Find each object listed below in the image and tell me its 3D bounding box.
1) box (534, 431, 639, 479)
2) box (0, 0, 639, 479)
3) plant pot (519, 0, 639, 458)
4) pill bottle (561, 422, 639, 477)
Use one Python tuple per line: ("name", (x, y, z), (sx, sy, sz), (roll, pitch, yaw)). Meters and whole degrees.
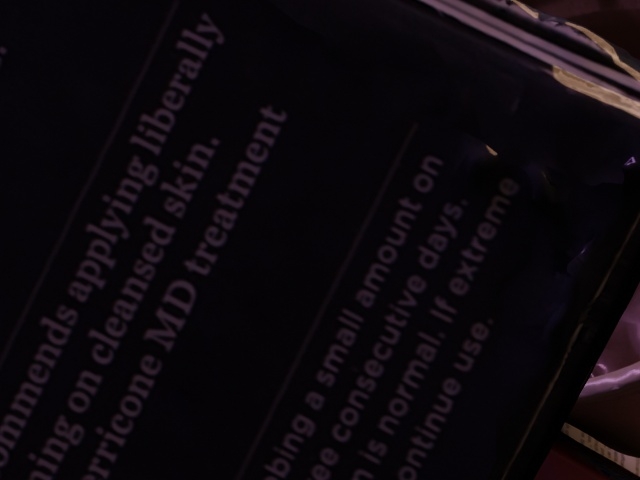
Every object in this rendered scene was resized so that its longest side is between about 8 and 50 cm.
("box", (0.185, 0.230, 1.308), (0.300, 0.142, 0.154), (31, 4, 14))
("box", (-0.127, -0.010, 0.777), (0.472, 0.297, 0.480), (28, 3, 9))
("plant pot", (0.211, 0.004, 1.325), (0.334, 0.334, 0.305), (32, -6, 36))
("pill bottle", (0.189, 0.207, 1.529), (0.283, 0.160, 0.160), (28, 4, -19))
